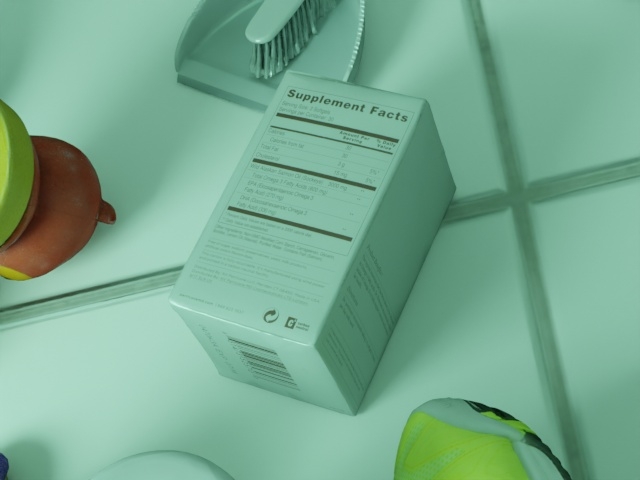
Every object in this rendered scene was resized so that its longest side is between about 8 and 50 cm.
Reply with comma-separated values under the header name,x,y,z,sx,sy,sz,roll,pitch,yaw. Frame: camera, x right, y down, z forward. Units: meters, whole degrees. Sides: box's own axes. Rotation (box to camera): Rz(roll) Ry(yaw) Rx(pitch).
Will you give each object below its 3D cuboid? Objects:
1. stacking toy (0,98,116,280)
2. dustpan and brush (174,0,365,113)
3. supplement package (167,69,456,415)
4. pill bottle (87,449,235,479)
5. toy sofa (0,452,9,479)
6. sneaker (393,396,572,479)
name,x,y,z,sx,sy,sz,roll,pitch,yaw
stacking toy,-0.311,-0.007,1.046,0.309,0.130,0.279,33,100,34
dustpan and brush,-0.009,-0.196,1.062,0.147,0.060,0.211,21,68,28
supplement package,0.000,0.000,0.910,0.105,0.105,0.179,15,64,25
pill bottle,-0.060,0.195,0.758,0.112,0.187,0.112,-8,57,13
toy sofa,-0.338,0.243,0.841,0.362,0.150,0.177,-28,56,-1
sneaker,0.054,0.244,0.691,0.147,0.145,0.385,9,53,-12
